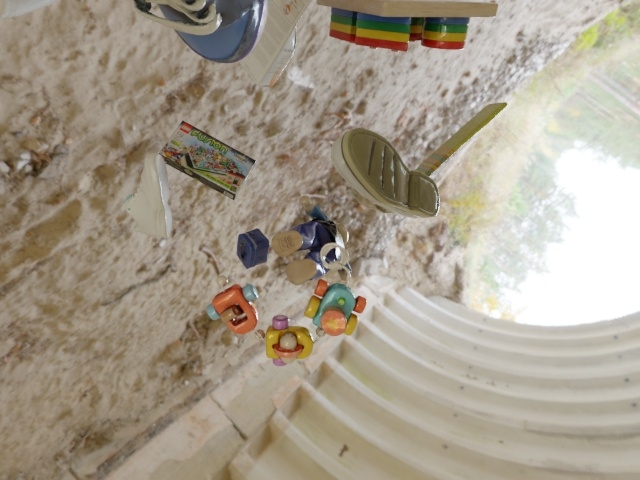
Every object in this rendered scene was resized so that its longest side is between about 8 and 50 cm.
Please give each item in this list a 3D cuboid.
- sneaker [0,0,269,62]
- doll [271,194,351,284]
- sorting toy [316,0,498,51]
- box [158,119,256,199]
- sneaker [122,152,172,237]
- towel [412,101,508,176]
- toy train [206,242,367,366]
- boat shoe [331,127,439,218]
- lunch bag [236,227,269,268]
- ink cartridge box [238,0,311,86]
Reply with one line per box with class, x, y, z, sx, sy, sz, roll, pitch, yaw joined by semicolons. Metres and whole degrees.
sneaker;-0.141;-0.197;0.326;0.322;0.130;0.236;89;21;-62
doll;0.000;0.000;0.641;0.046;0.129;0.189;-27;178;22
sorting toy;0.160;-0.434;0.951;0.257;0.255;0.089;-12;123;-25
box;-0.277;-0.198;1.181;0.114;0.207;0.036;-65;-173;-25
sneaker;-0.369;-0.088;1.005;0.080;0.094;0.212;-94;-168;-49
towel;0.314;-0.223;1.087;0.237;0.021;0.102;-42;-166;7
toy train;-0.035;0.076;0.514;0.166;0.125;0.046;-24;-165;9
boat shoe;0.104;-0.102;0.865;0.302;0.103;0.113;26;67;-47
lunch bag;-0.173;0.020;1.202;0.065;0.067;0.098;-23;144;-32
ink cartridge box;-0.083;-0.357;0.745;0.179;0.145;0.045;-45;166;33
